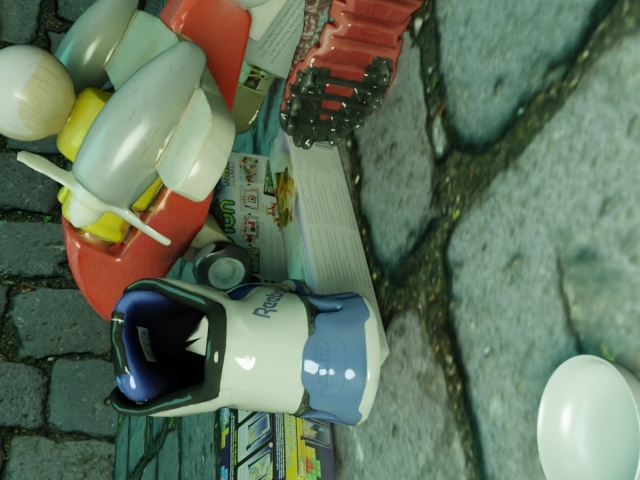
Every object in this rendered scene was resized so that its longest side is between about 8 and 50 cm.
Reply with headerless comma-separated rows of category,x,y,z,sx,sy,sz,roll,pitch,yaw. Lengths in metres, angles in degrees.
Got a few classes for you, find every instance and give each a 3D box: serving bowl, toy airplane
serving bowl,0.149,0.103,0.415,0.083,0.027,0.083,-172,90,-71
toy airplane,-0.174,-0.145,0.745,0.386,0.272,0.385,141,131,-58

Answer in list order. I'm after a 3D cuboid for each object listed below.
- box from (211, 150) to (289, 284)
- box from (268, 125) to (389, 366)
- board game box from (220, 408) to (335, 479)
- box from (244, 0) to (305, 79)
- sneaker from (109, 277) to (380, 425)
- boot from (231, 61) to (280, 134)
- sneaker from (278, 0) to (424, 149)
box,-0.082,-0.013,0.982,0.036,0.114,0.207,127,145,-56
box,0.000,0.000,0.816,0.324,0.067,0.063,-103,27,-42
board game box,-0.049,0.204,0.831,0.141,0.048,0.170,-42,35,33
box,-0.044,-0.318,0.910,0.182,0.119,0.181,-47,39,35
sneaker,-0.091,0.083,0.674,0.315,0.182,0.128,164,113,-69
boot,-0.086,-0.241,1.123,0.165,0.077,0.213,-131,57,-63
sneaker,0.029,-0.215,0.761,0.135,0.097,0.276,-102,29,-42
